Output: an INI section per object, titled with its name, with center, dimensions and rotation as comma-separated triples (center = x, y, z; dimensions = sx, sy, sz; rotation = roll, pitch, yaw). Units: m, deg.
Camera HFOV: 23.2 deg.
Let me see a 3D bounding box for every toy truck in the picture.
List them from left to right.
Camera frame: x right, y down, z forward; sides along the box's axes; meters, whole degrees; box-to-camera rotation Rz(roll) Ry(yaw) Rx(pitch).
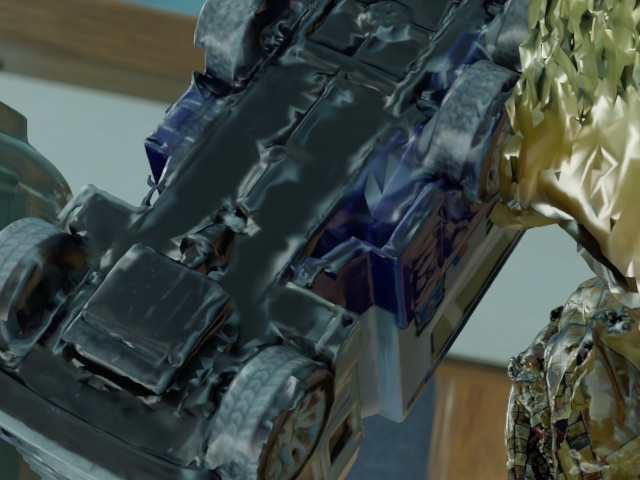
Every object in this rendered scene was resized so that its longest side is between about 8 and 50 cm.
[toy truck]
center = 0.000, 0.000, 0.566
dimensions = 0.268, 0.124, 0.155
rotation = -54, -23, -26

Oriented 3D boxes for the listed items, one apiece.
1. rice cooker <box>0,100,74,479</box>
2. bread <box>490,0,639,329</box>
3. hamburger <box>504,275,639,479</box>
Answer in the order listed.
[rice cooker]
center = -0.214, 0.064, 0.609
dimensions = 0.280, 0.241, 0.227
rotation = 26, -119, -59
[bread]
center = 0.212, -0.083, 0.294
dimensions = 0.315, 0.279, 0.248
rotation = -146, 51, -72
[hamburger]
center = 0.185, 0.116, 0.726
dimensions = 0.107, 0.231, 0.231
rotation = -41, 38, 51
